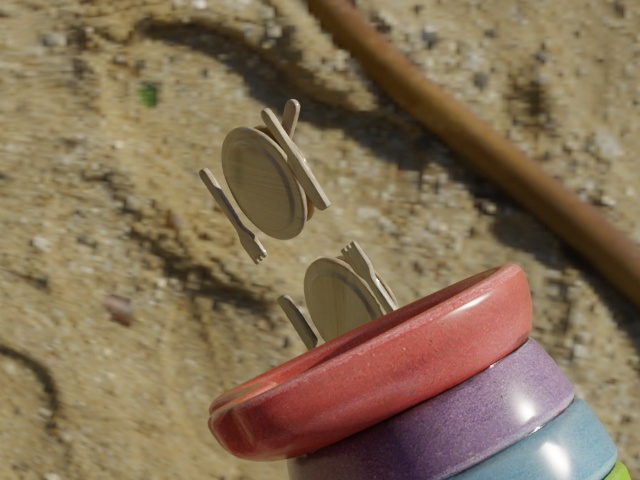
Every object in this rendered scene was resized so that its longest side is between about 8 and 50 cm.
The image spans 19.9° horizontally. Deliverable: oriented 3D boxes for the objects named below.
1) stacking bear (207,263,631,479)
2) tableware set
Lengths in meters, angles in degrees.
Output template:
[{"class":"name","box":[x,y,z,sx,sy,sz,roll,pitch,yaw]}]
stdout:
[{"class":"stacking bear","box":[0.083,0.173,0.842,0.164,0.175,0.289,-26,90,-4]},{"class":"tableware set","box":[0.000,0.000,1.260,0.039,0.128,0.194,-31,87,-32]}]
